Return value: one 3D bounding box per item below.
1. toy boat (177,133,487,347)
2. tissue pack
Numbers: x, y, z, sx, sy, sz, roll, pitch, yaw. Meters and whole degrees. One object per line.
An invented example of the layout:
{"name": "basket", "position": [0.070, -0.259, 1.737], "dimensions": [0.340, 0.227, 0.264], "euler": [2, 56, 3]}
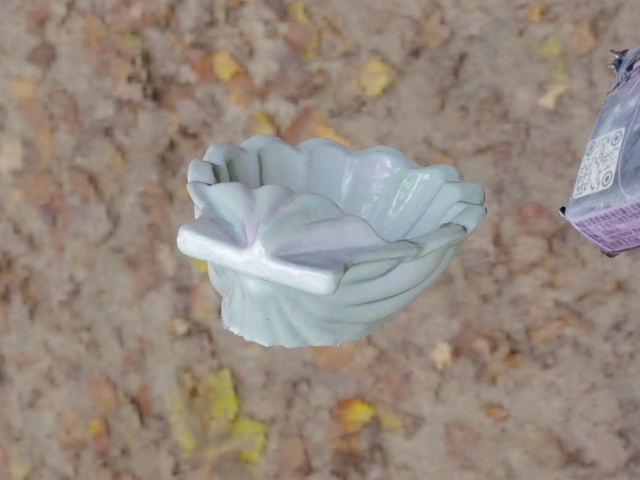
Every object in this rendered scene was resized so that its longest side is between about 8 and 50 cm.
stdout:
{"name": "toy boat", "position": [0.000, 0.000, 1.060], "dimensions": [0.199, 0.290, 0.100], "euler": [14, 106, 17]}
{"name": "tissue pack", "position": [0.429, -0.135, 1.712], "dimensions": [0.361, 0.122, 0.259], "euler": [-21, 41, 60]}
